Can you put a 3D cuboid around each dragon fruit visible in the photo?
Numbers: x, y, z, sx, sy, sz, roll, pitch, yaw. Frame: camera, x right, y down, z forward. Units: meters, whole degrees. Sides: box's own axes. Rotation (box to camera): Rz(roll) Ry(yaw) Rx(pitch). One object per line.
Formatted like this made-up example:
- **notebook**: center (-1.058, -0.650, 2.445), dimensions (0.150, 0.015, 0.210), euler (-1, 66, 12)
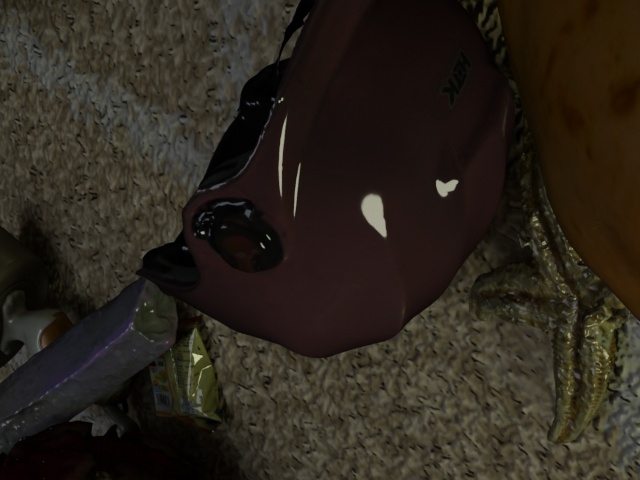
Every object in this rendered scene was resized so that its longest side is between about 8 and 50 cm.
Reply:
- **dragon fruit**: center (-0.239, 0.349, 1.576), dimensions (0.329, 0.329, 0.329), euler (31, 133, 41)

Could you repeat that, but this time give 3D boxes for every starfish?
- **starfish**: center (0.160, 0.034, 1.067), dimensions (0.138, 0.050, 0.247), euler (44, 137, 32)

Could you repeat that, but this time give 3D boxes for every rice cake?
- **rice cake**: center (-0.282, 0.159, 1.601), dimensions (0.399, 0.064, 0.070), euler (-36, 41, 33)

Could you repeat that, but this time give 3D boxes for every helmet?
- **helmet**: center (0.026, -0.049, 1.037), dimensions (0.197, 0.271, 0.338), euler (34, 141, -7)

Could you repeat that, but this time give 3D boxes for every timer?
- **timer**: center (-0.307, 0.112, 1.696), dimensions (0.266, 0.175, 0.175), euler (27, 133, 19)

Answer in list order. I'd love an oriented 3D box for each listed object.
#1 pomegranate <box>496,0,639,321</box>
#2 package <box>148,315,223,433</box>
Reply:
- **pomegranate**: center (0.260, -0.121, 0.568), dimensions (0.410, 0.410, 0.410), euler (31, 133, 41)
- **package**: center (-0.143, 0.134, 1.557), dimensions (0.108, 0.031, 0.120), euler (0, 103, 53)
